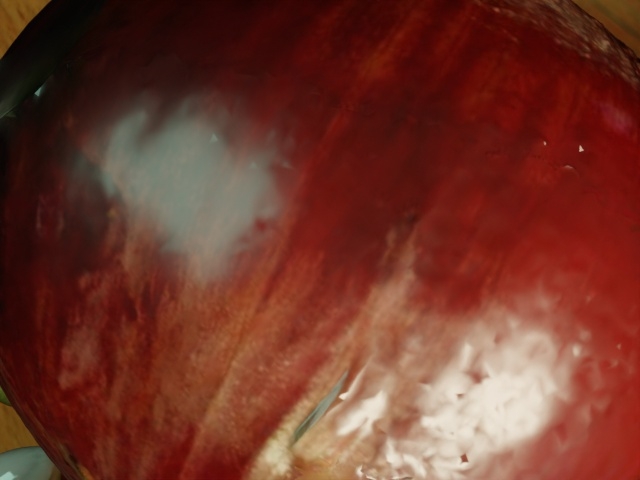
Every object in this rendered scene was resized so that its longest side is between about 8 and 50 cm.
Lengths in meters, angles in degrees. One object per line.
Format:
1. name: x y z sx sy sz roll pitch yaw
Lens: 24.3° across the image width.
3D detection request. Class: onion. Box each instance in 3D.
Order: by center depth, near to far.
1. onion: -0.005 0.006 0.649 0.341 0.341 0.341 -14 69 41

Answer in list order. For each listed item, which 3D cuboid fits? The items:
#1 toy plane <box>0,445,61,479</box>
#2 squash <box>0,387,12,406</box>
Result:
1. toy plane: -0.266 0.216 1.004 0.255 0.101 0.251 -45 40 25
2. squash: -0.161 0.042 0.944 0.186 0.123 0.123 -36 56 37
